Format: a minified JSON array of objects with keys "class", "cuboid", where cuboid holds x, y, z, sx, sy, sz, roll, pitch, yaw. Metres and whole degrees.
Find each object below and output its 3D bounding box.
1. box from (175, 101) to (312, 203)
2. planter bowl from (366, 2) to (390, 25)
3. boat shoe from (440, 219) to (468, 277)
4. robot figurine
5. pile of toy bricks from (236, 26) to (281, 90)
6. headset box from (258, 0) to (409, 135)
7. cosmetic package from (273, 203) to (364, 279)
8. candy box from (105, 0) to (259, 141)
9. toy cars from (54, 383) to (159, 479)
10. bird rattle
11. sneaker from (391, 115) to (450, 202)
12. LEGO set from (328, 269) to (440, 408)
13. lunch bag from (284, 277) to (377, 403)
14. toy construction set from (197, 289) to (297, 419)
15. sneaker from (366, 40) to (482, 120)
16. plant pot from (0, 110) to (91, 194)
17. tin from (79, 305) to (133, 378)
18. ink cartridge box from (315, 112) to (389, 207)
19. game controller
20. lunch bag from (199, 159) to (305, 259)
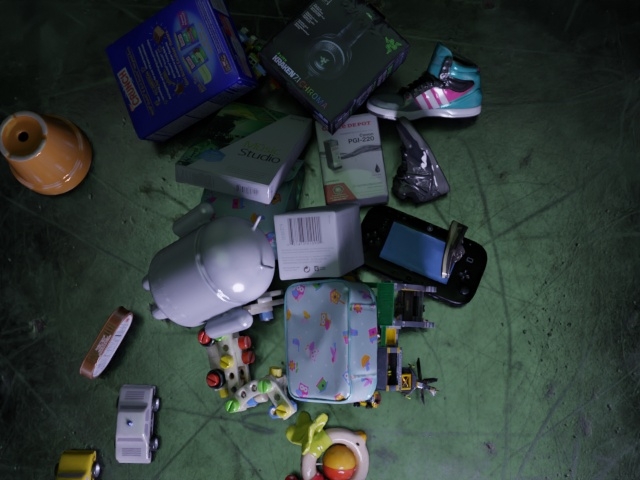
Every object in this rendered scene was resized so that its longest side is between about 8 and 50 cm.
[{"class":"box","cuboid":[-0.175,-0.220,1.880,0.232,0.059,0.322,14,39,11]},{"class":"planter bowl","cuboid":[0.104,-0.538,1.996,0.162,0.109,0.162,-1,79,4]},{"class":"boat shoe","cuboid":[0.319,0.022,1.860,0.049,0.056,0.152,13,66,8]},{"class":"robot figurine","cuboid":[-0.245,0.070,1.767,0.353,0.199,0.300,-27,82,33]},{"class":"pile of toy bricks","cuboid":[-0.169,-0.438,2.008,0.212,0.118,0.105,43,115,2]},{"class":"headset box","cuboid":[0.039,-0.443,1.867,0.283,0.131,0.246,-45,87,-3]},{"class":"cosmetic package","cuboid":[0.000,0.000,1.820,0.151,0.183,0.152,-3,96,22]},{"class":"candy box","cuboid":[-0.349,-0.433,1.956,0.317,0.122,0.268,-26,80,20]},{"class":"toy cars","cuboid":[-0.515,0.514,1.859,0.176,0.087,0.394,40,83,11]},{"class":"bird rattle","cuboid":[0.014,0.524,1.811,0.206,0.143,0.254,3,83,-12]},{"class":"sneaker","cuboid":[0.214,-0.184,1.900,0.130,0.087,0.228,-28,119,4]},{"class":"LEGO set","cuboid":[0.149,0.221,1.833,0.254,0.192,0.332,-13,76,42]},{"class":"lunch bag","cuboid":[0.017,0.219,1.750,0.224,0.107,0.279,-9,79,44]},{"class":"toy construction set","cuboid":[-0.166,0.267,1.851,0.215,0.151,0.328,-15,70,26]},{"class":"sneaker","cuboid":[0.259,-0.388,1.896,0.295,0.124,0.179,-5,121,-13]},{"class":"plant pot","cuboid":[-0.703,-0.234,1.957,0.205,0.188,0.205,-1,80,4]},{"class":"tin","cuboid":[-0.517,0.249,1.903,0.040,0.106,0.190,29,84,1]},{"class":"ink cartridge box","cuboid":[0.078,-0.195,1.946,0.158,0.092,0.218,-8,77,2]},{"class":"game controller","cuboid":[0.240,0.033,1.907,0.319,0.067,0.167,23,82,7]},{"class":"lunch bag","cuboid":[-0.168,-0.107,1.917,0.223,0.160,0.262,12,70,9]}]
